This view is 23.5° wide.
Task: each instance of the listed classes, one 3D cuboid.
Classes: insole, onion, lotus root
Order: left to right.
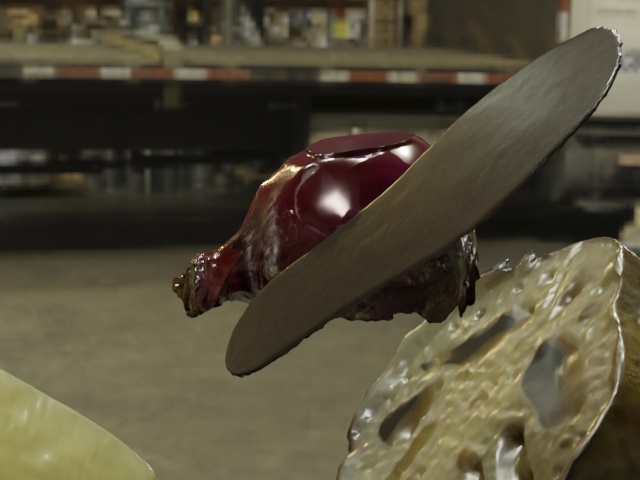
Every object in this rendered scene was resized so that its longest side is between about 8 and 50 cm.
[{"bbox_3d":[0.000,0.000,1.084,0.218,0.139,0.195,-6,6,7],"label":"onion"},{"bbox_3d":[0.050,-0.013,0.896,0.007,0.328,0.111,37,33,-23],"label":"insole"},{"bbox_3d":[0.162,0.161,1.330,0.111,0.375,0.390,36,-4,-20],"label":"lotus root"}]

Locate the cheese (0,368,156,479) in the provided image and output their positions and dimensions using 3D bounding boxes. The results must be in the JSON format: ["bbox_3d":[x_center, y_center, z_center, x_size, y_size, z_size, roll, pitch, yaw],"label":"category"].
[{"bbox_3d":[-0.248,0.208,1.024,0.242,0.124,0.265,35,31,-19],"label":"cheese"}]
